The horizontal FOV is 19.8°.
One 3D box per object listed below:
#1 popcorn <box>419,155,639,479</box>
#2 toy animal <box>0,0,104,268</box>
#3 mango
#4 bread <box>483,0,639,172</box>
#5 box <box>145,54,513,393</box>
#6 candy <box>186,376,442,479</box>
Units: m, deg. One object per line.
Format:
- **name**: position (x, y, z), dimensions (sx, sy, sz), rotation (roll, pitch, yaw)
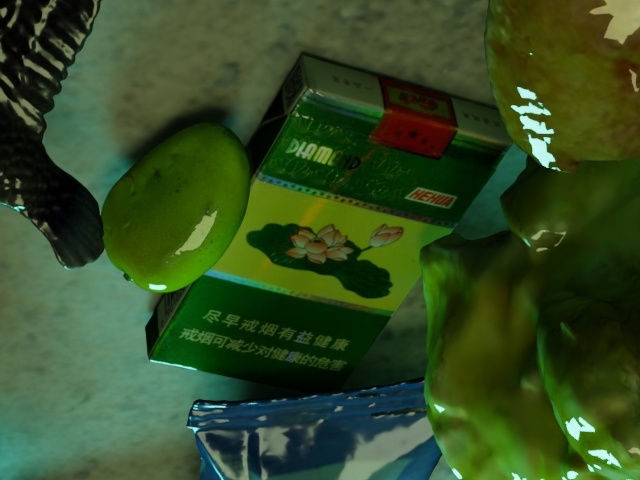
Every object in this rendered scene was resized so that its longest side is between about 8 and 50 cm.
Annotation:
- **popcorn**: position (0.193, 0.055, 0.999), dimensions (0.225, 0.276, 0.276), rotation (8, 134, -27)
- **toy animal**: position (-0.201, -0.050, 0.925), dimensions (0.197, 0.273, 0.160), rotation (22, 161, 19)
- **mango**: position (-0.078, -0.019, 1.015), dimensions (0.056, 0.073, 0.108), rotation (-1, 131, -52)
- **bread**: position (0.200, -0.192, 0.801), dimensions (0.340, 0.194, 0.179), rotation (-25, 129, 14)
- **box**: position (0.000, 0.000, 1.073), dimensions (0.132, 0.034, 0.235), rotation (13, 132, -22)
- **candy**: position (-0.018, 0.193, 1.240), dimensions (0.187, 0.077, 0.331), rotation (-4, 144, -14)
